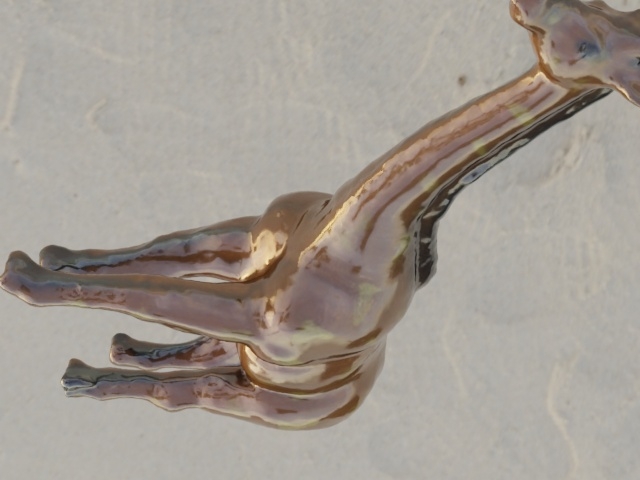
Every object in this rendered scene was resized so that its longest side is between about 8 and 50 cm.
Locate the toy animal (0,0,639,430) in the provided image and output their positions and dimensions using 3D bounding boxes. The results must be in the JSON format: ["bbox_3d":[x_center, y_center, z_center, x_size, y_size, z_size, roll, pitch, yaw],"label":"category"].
[{"bbox_3d":[0.000,0.000,0.421,0.229,0.066,0.224,-4,143,11],"label":"toy animal"}]
